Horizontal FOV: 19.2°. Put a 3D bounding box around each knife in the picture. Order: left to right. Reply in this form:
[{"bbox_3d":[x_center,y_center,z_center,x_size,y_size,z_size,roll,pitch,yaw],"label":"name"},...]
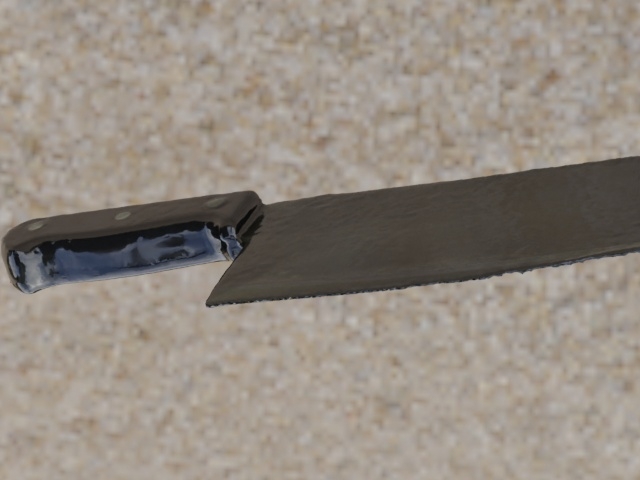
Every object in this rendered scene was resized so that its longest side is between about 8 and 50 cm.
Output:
[{"bbox_3d":[0.000,0.000,0.567,0.245,0.072,0.019,-7,112,25],"label":"knife"}]
